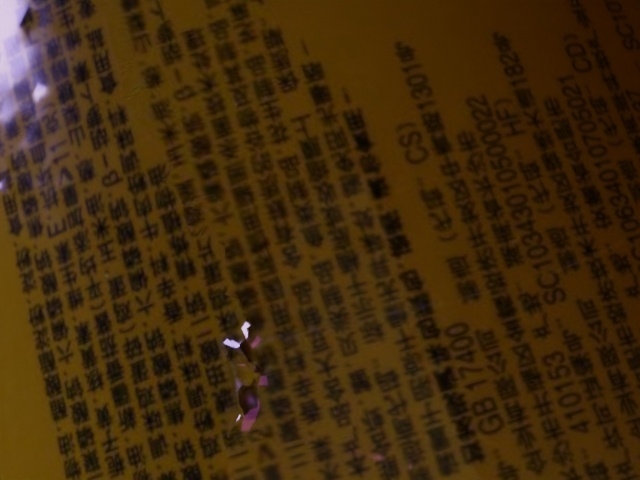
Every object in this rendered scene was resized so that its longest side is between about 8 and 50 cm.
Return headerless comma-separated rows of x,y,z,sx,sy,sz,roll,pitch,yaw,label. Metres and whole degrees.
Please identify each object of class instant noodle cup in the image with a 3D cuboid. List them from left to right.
0.000,0.000,0.489,0.326,0.325,0.254,-21,81,14,instant noodle cup
